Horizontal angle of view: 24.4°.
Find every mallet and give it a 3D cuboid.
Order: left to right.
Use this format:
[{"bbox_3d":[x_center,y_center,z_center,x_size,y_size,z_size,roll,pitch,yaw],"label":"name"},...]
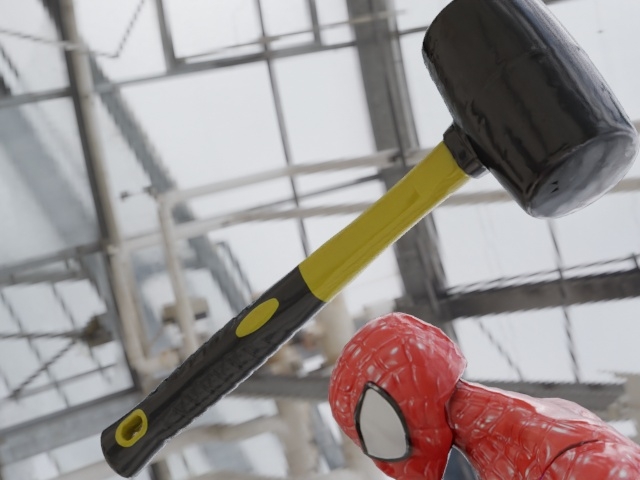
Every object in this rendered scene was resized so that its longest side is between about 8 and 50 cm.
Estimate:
[{"bbox_3d":[0.000,0.000,0.425,0.189,0.039,0.062,-35,-119,24],"label":"mallet"}]

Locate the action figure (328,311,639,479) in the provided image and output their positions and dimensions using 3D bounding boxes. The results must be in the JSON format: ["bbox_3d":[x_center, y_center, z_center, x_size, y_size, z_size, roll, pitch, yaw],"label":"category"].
[{"bbox_3d":[0.078,0.146,0.337,0.280,0.139,0.091,49,0,-1],"label":"action figure"}]
